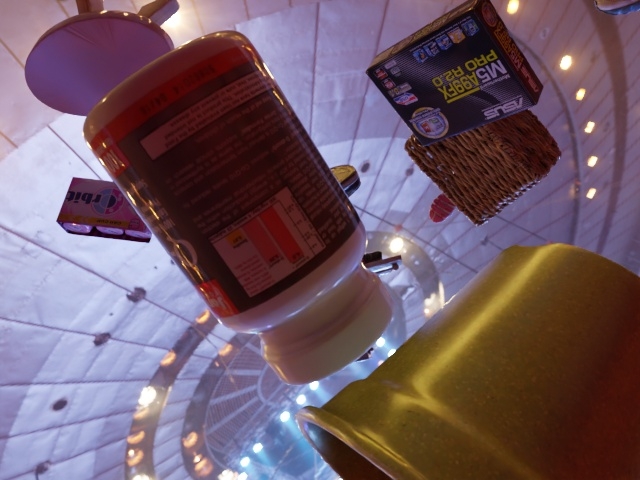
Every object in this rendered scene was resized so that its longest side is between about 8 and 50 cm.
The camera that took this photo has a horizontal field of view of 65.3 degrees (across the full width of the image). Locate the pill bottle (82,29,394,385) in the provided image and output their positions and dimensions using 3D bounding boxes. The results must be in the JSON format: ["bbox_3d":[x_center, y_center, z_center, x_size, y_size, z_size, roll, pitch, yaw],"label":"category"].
[{"bbox_3d":[-0.076,-0.027,0.578,0.210,0.210,0.363,-37,-77,-15],"label":"pill bottle"}]

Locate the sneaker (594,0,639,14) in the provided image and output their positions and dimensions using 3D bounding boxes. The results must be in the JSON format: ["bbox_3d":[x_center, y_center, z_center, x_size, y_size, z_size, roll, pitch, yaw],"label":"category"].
[{"bbox_3d":[0.462,-0.382,0.665,0.191,0.071,0.083,-25,-47,33],"label":"sneaker"}]

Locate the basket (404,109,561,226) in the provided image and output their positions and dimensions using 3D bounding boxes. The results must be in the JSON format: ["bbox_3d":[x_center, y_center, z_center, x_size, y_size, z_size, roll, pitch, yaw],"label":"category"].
[{"bbox_3d":[0.402,-0.232,1.245,0.213,0.299,0.223,-40,-6,-38],"label":"basket"}]

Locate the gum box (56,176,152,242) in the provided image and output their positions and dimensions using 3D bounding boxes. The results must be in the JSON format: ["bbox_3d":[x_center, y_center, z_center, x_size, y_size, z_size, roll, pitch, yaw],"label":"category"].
[{"bbox_3d":[-0.432,-0.063,1.045,0.062,0.188,0.107,93,-176,-66],"label":"gum box"}]

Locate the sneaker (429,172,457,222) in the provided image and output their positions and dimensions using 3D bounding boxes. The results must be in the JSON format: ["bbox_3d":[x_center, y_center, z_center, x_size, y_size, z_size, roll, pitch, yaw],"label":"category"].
[{"bbox_3d":[0.359,-0.120,1.354,0.075,0.063,0.170,-3,-56,-60],"label":"sneaker"}]

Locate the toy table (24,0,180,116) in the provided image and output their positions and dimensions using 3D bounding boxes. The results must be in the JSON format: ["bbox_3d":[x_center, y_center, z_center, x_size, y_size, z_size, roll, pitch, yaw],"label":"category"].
[{"bbox_3d":[-0.385,-0.354,0.908,0.274,0.161,0.252,-7,-39,6],"label":"toy table"}]

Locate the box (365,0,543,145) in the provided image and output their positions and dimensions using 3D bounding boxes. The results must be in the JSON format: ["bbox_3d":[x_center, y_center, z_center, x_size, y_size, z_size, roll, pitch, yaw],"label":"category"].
[{"bbox_3d":[0.252,-0.314,0.972,0.216,0.270,0.060,46,-121,-23],"label":"box"}]

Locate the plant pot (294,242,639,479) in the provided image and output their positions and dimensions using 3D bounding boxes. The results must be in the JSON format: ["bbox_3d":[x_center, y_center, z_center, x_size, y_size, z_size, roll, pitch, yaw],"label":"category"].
[{"bbox_3d":[0.163,0.146,0.424,0.254,0.276,0.276,-46,-45,-23],"label":"plant pot"}]

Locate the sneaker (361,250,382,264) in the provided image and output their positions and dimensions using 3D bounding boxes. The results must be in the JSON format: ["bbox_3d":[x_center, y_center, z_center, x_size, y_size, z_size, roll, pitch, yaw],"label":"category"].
[{"bbox_3d":[0.118,0.070,1.626,0.178,0.072,0.077,-20,-49,-2],"label":"sneaker"}]

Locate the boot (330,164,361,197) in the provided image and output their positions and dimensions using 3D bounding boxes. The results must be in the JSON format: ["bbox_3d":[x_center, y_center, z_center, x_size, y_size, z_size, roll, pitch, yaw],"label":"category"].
[{"bbox_3d":[0.000,0.000,1.336,0.377,0.138,0.284,-37,-62,7],"label":"boot"}]

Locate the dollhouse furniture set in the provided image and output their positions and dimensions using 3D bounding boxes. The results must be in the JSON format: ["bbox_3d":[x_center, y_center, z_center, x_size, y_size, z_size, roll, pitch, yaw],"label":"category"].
[{"bbox_3d":[0.104,0.125,0.884,0.123,0.151,0.144,-16,-15,5],"label":"dollhouse furniture set"}]
